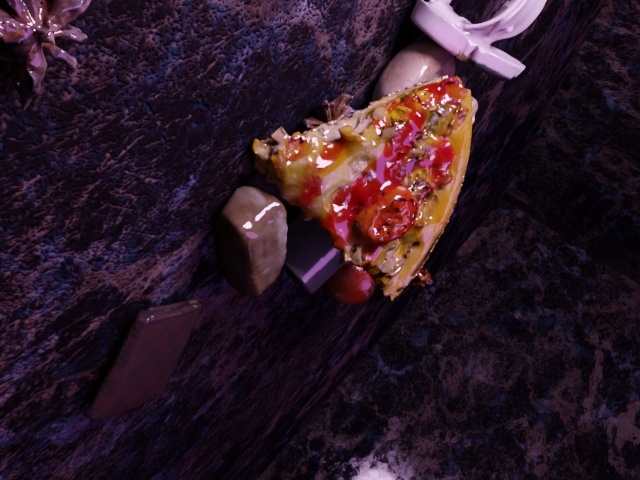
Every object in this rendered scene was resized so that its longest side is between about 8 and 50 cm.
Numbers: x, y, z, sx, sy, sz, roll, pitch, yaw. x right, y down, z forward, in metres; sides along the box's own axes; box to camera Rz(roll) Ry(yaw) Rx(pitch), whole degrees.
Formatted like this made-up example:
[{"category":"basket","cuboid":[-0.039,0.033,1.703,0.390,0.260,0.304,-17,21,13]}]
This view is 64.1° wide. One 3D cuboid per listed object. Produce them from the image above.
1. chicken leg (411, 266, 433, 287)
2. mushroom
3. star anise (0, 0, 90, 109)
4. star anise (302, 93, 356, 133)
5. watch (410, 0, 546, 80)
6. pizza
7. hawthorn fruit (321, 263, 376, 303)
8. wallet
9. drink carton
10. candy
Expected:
[{"category":"chicken leg","cuboid":[0.162,-0.039,1.203,0.407,0.157,0.096,-97,-171,-48]},{"category":"mushroom","cuboid":[0.215,-0.296,1.041,0.206,0.209,0.207,11,90,-78]},{"category":"star anise","cuboid":[-0.234,-0.189,0.428,0.129,0.056,0.124,-47,158,-14]},{"category":"star anise","cuboid":[0.007,-0.211,0.932,0.141,0.042,0.141,-44,161,-19]},{"category":"watch","cuboid":[0.314,-0.441,0.928,0.196,0.244,0.231,-15,145,-58]},{"category":"pizza","cuboid":[0.073,-0.089,0.894,0.405,0.130,0.440,4,111,-27]},{"category":"hawthorn fruit","cuboid":[0.078,0.090,1.401,0.173,0.173,0.173,-44,158,-23]},{"category":"wallet","cuboid":[-0.313,0.211,0.933,0.229,0.049,0.182,-60,159,14]},{"category":"drink carton","cuboid":[0.000,0.000,1.082,0.189,0.191,0.185,-42,160,-10]},{"category":"candy","cuboid":[-0.123,0.005,0.925,0.104,0.102,0.234,-41,154,-28]}]
